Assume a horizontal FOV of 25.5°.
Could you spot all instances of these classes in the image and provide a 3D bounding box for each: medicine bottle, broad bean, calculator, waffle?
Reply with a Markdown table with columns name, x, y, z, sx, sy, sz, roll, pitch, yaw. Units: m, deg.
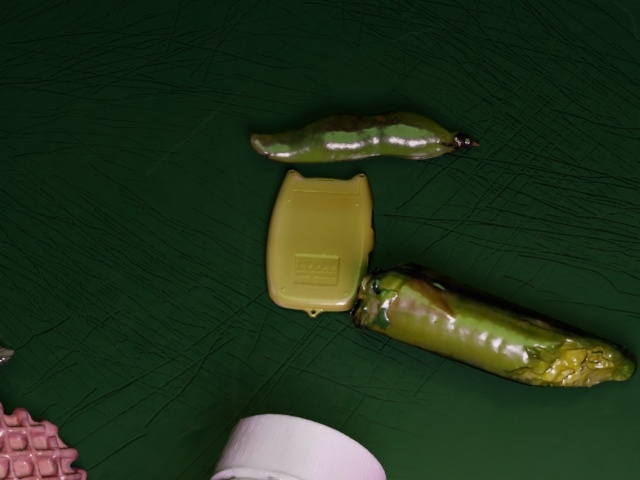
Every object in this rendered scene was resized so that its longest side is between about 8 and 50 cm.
| name | x | y | z | sx | sy | sz | roll | pitch | yaw |
| --- | --- | --- | --- | --- | --- | --- | --- | --- | --- |
| medicine bottle | -0.062 | 0.397 | 1.683 | 0.256 | 0.256 | 0.325 | 16 | 55 | 11 |
| broad bean | 0.066 | -0.153 | 2.081 | 0.339 | 0.061 | 0.077 | -2 | 73 | 2 |
| calculator | 0.000 | 0.000 | 2.018 | 0.157 | 0.033 | 0.236 | 3 | 64 | 3 |
| waffle | -0.398 | 0.312 | 1.793 | 0.221 | 0.055 | 0.234 | 44 | 40 | -11 |

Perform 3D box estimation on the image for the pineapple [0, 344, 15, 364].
| name | x | y | z | sx | sy | sz | roll | pitch | yaw |
| --- | --- | --- | --- | --- | --- | --- | --- | --- | --- |
| pineapple | -0.548 | 0.239 | 1.839 | 0.202 | 0.202 | 0.362 | 23 | 54 | 14 |

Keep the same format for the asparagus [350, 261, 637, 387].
| name | x | y | z | sx | sy | sz | roll | pitch | yaw |
| --- | --- | --- | --- | --- | --- | --- | --- | --- | --- |
| asparagus | 0.234 | 0.127 | 1.893 | 0.382 | 0.128 | 0.108 | 20 | 101 | 12 |
